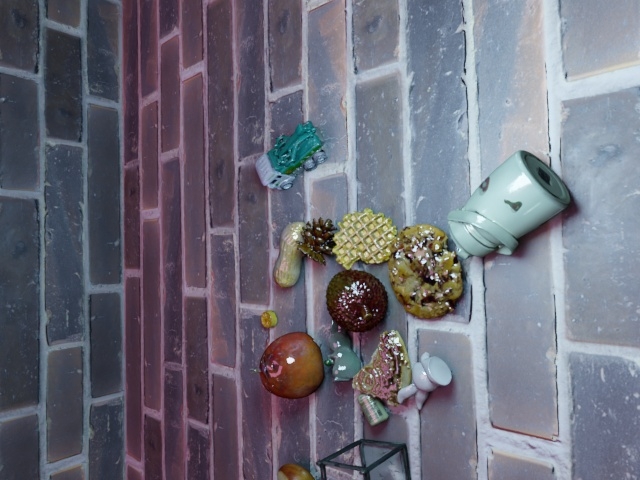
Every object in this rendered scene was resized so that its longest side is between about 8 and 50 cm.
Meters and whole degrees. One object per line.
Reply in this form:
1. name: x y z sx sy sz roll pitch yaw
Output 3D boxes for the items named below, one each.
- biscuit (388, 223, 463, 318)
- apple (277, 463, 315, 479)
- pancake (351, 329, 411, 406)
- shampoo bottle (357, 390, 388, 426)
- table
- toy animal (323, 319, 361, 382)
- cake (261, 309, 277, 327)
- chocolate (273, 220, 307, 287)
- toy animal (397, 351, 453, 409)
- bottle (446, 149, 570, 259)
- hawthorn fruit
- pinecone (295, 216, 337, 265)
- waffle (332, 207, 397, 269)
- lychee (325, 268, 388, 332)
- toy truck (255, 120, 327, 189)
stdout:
1. biscuit: 0.346 0.111 1.556 0.289 0.081 0.334 12 109 46
2. apple: -0.103 1.045 1.919 0.173 0.160 0.195 -8 83 37
3. pancake: 0.222 0.483 1.685 0.244 0.057 0.266 -22 72 25
4. shampoo bottle: 0.187 0.614 1.721 0.079 0.079 0.162 -46 61 31
5. table: 0.169 0.924 1.607 0.222 0.272 0.335 -14 80 41
6. toy animal: 0.084 0.434 1.810 0.125 0.127 0.251 -35 53 48
7. cake: -0.239 0.367 2.123 0.084 0.044 0.084 0 90 43
8. chocolate: -0.131 0.060 1.976 0.134 0.134 0.309 29 110 38
9. toy animal: 0.351 0.481 1.570 0.221 0.103 0.131 124 155 -43
10. bottle: 0.522 -0.076 1.349 0.352 0.229 0.229 -45 62 38
11. hawthorn fruit: -0.147 0.525 1.878 0.276 0.307 0.276 6 97 55
12. pinecone: -0.003 0.001 1.835 0.149 0.179 0.195 2 69 41
13. waffle: 0.170 0.005 1.724 0.253 0.056 0.249 22 94 22
14. lychee: 0.128 0.214 1.684 0.271 0.235 0.236 40 117 59
15. toy truck: -0.128 -0.368 1.949 0.363 0.178 0.177 -37 67 38
